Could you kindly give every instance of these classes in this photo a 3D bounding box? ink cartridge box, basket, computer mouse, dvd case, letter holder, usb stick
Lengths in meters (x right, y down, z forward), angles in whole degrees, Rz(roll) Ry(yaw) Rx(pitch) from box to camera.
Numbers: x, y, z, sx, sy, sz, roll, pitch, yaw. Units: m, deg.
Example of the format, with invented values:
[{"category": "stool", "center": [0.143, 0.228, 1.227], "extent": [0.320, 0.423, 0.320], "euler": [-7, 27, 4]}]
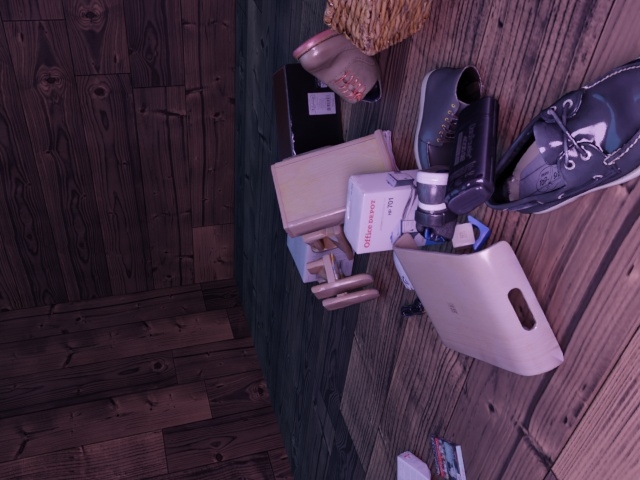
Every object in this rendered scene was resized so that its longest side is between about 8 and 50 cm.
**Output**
[{"category": "ink cartridge box", "center": [0.253, 0.606, 1.478], "extent": [0.179, 0.045, 0.145], "euler": [19, 116, 51]}, {"category": "basket", "center": [0.084, -0.512, 1.098], "extent": [0.223, 0.213, 0.299], "euler": [46, 150, 16]}, {"category": "ink cartridge box", "center": [0.152, -0.059, 1.223], "extent": [0.082, 0.190, 0.140], "euler": [-119, 27, -51]}, {"category": "computer mouse", "center": [0.193, 0.075, 1.404], "extent": [0.106, 0.042, 0.193], "euler": [144, 117, -72]}, {"category": "dvd case", "center": [0.277, 0.477, 1.355], "extent": [0.119, 0.013, 0.087], "euler": [155, 106, -74]}, {"category": "letter holder", "center": [-0.042, -0.347, 1.814], "extent": [0.214, 0.152, 0.302], "euler": [-157, 61, -73]}, {"category": "usb stick", "center": [0.231, -0.135, 0.938], "extent": [0.077, 0.045, 0.278], "euler": [-31, 23, 34]}]

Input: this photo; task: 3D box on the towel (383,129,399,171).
[{"category": "towel", "center": [0.145, -0.156, 1.495], "extent": [0.197, 0.029, 0.144], "euler": [117, 143, -66]}]

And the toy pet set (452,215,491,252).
[{"category": "toy pet set", "center": [0.272, -0.013, 1.118], "extent": [0.114, 0.065, 0.122], "euler": [25, -125, -68]}]

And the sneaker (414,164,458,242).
[{"category": "sneaker", "center": [0.206, -0.060, 1.039], "extent": [0.079, 0.217, 0.121], "euler": [11, 103, 29]}]

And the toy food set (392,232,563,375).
[{"category": "toy food set", "center": [0.258, 0.089, 1.062], "extent": [0.220, 0.092, 0.306], "euler": [61, 163, -12]}]

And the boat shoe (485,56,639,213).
[{"category": "boat shoe", "center": [0.314, -0.121, 0.799], "extent": [0.340, 0.113, 0.127], "euler": [136, 125, -69]}]

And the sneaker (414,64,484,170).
[{"category": "sneaker", "center": [0.227, -0.195, 1.103], "extent": [0.118, 0.083, 0.222], "euler": [-156, 61, -70]}]

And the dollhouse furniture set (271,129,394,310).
[{"category": "dollhouse furniture set", "center": [0.065, -0.070, 1.500], "extent": [0.394, 0.256, 0.362], "euler": [58, -162, -68]}]

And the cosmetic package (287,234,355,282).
[{"category": "cosmetic package", "center": [0.000, 0.000, 1.819], "extent": [0.184, 0.151, 0.151], "euler": [-117, 25, -45]}]

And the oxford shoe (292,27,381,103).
[{"category": "oxford shoe", "center": [0.059, -0.362, 1.323], "extent": [0.123, 0.348, 0.130], "euler": [-26, 86, 28]}]
